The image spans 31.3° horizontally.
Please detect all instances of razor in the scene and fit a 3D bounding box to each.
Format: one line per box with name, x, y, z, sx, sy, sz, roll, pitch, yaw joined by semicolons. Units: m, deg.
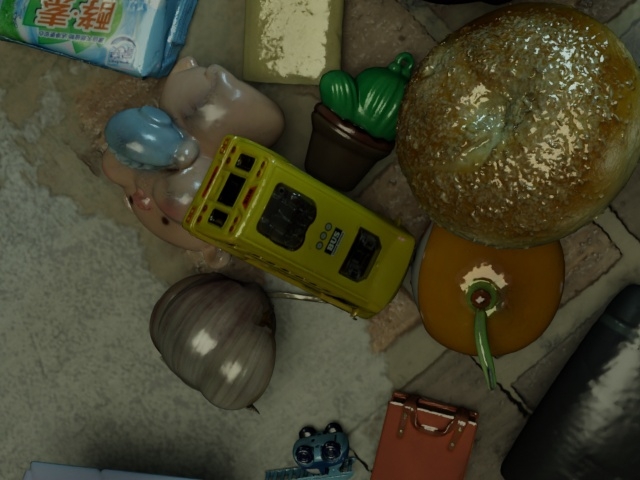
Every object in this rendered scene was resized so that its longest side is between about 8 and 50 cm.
razor;0.397;0.237;1.505;0.204;0.113;0.349;32;102;1

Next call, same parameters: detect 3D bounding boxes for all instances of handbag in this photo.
handbag;0.138;0.313;1.586;0.127;0.063;0.190;15;103;7

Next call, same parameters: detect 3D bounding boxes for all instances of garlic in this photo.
garlic;-0.102;0.148;1.572;0.257;0.207;0.207;-5;99;-26

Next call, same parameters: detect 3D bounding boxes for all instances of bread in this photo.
bread;-0.035;-0.295;1.519;0.140;0.060;0.178;7;100;9
bread;0.224;-0.136;1.326;0.306;0.159;0.305;-4;82;27

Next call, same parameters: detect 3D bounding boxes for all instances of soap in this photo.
soap;-0.322;-0.321;1.551;0.293;0.077;0.156;16;101;7

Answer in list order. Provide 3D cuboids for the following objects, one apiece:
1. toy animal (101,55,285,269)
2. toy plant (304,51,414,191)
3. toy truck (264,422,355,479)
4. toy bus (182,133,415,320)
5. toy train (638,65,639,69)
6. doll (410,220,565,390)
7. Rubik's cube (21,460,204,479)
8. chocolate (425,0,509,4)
toy animal;-0.163;-0.118;1.510;0.210;0.229;0.221;28;61;39
toy plant;0.050;-0.166;1.498;0.143;0.105;0.200;22;100;-27
toy truck;-0.022;0.308;1.613;0.136;0.063;0.074;-9;117;13
toy bus;0.000;0.000;1.434;0.331;0.151;0.145;27;86;-37
toy train;0.395;-0.166;1.424;0.198;0.154;0.107;13;97;6
doll;0.212;0.055;1.443;0.214;0.236;0.213;2;105;7
Rubik's cube;-0.256;0.484;1.524;0.387;0.358;0.368;3;56;18
chocolate;0.171;-0.442;1.311;0.384;0.383;0.331;44;101;0
